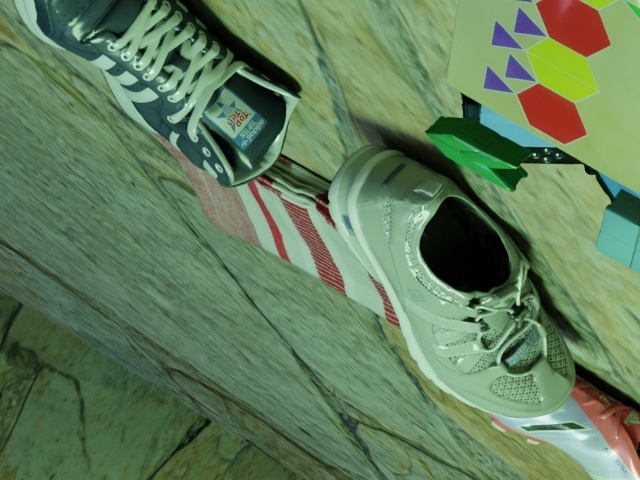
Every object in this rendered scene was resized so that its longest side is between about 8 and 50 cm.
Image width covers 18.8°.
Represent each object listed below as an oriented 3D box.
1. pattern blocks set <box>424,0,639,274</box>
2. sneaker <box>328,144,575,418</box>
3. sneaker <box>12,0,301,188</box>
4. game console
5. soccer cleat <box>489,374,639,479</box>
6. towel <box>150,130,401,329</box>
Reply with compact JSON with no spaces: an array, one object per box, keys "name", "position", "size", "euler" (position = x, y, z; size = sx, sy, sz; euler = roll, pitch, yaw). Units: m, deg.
[{"name":"pattern blocks set","position":[0.136,-0.106,0.977],"size":[0.285,0.026,0.325],"euler":[35,153,8]},{"name":"sneaker","position":[0.116,0.048,1.472],"size":[0.281,0.105,0.115],"euler":[47,163,-31]},{"name":"sneaker","position":[-0.114,-0.135,1.455],"size":[0.153,0.099,0.282],"euler":[35,174,29]},{"name":"game console","position":[0.143,-0.045,1.131],"size":[0.124,0.085,0.144],"euler":[1,159,5]},{"name":"soccer cleat","position":[0.225,0.150,1.630],"size":[0.248,0.083,0.095],"euler":[42,137,3]},{"name":"towel","position":[0.000,0.000,1.749],"size":[0.329,0.037,0.237],"euler":[29,165,29]}]
